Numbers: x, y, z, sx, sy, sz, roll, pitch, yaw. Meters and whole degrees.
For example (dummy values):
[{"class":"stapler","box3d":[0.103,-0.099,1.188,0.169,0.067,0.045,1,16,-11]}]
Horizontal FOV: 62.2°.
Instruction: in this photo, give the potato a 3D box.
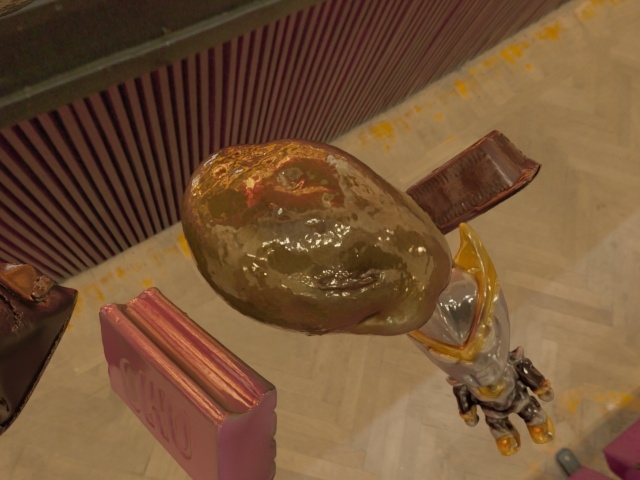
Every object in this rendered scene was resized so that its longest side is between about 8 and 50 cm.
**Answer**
[{"class":"potato","box3d":[0.000,0.000,0.448,0.235,0.160,0.178,20,47,-7]}]

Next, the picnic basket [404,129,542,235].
[{"class":"picnic basket","box3d":[0.320,-0.126,1.170,0.129,0.296,0.222,56,35,0]}]

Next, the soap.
[{"class":"soap","box3d":[-0.128,0.142,0.502,0.203,0.122,0.065,27,36,36]}]

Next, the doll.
[{"class":"doll","box3d":[0.192,0.134,0.703,0.103,0.145,0.316,-36,96,-44]}]

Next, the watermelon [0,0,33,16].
[{"class":"watermelon","box3d":[-0.279,-0.251,0.301,0.257,0.192,0.140,63,29,-15]}]

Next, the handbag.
[{"class":"handbag","box3d":[-0.502,0.083,0.705,0.342,0.152,0.288,43,26,-13]}]
